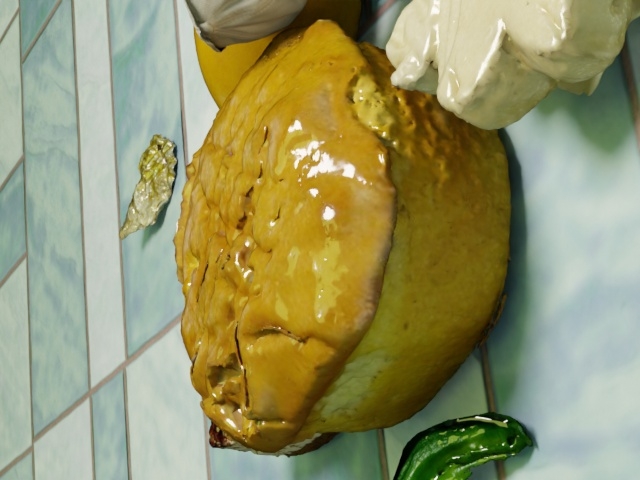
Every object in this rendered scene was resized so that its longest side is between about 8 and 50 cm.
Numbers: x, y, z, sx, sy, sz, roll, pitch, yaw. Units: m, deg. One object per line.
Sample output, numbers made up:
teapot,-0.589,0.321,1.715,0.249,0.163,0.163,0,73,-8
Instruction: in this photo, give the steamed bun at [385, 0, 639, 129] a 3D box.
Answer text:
steamed bun,0.178,-0.218,1.126,0.295,0.137,0.292,-63,30,23

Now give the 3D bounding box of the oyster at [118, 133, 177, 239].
oyster,-0.234,-0.081,2.026,0.146,0.045,0.122,129,152,-47

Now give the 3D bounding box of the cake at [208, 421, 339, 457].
cake,-0.038,0.099,1.526,0.135,0.112,0.246,-19,65,58

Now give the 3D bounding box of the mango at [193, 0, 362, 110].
mango,-0.047,-0.215,1.513,0.139,0.175,0.255,-159,76,-74

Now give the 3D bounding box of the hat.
hat,-0.018,-0.279,1.315,0.219,0.226,0.164,54,-160,-59

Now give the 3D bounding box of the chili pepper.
chili pepper,0.100,0.261,1.273,0.122,0.065,0.279,43,120,62

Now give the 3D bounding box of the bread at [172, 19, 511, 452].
bread,0.000,0.000,1.349,0.398,0.215,0.398,-174,90,-66
